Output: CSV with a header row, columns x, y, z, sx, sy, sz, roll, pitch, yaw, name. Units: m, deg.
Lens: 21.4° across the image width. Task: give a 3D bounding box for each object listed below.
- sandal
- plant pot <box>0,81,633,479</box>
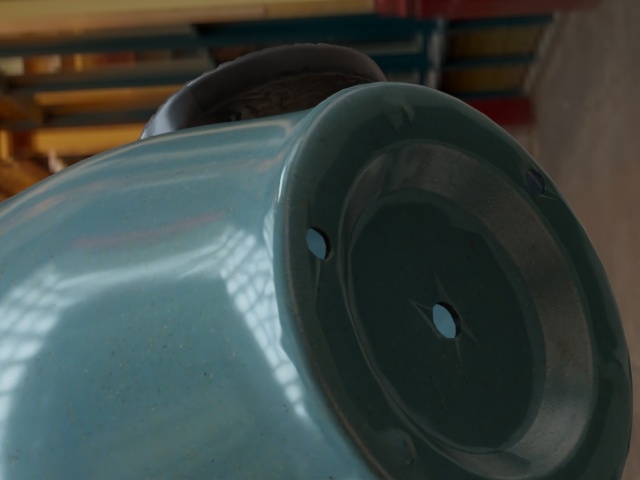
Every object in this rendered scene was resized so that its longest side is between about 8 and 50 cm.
x,y,z,sx,sy,sz,roll,pitch,yaw,name
0.002,-0.001,1.130,0.107,0.168,0.446,60,180,22,sandal
-0.028,0.069,0.683,0.255,0.272,0.271,-29,53,42,plant pot
